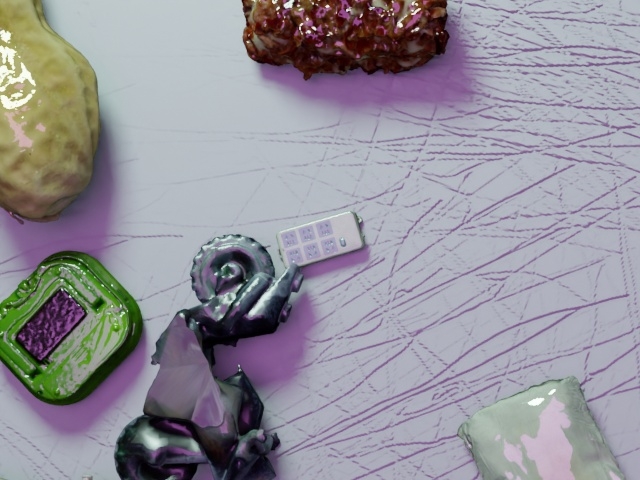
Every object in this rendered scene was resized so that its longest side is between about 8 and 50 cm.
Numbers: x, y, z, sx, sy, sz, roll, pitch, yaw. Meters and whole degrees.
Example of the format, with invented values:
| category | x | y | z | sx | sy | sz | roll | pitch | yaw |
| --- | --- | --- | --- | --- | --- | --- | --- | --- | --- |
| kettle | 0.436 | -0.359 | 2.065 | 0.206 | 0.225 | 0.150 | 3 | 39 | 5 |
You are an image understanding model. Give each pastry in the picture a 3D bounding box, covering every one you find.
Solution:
| category | x | y | z | sx | sy | sz | roll | pitch | yaw |
| --- | --- | --- | --- | --- | --- | --- | --- | --- | --- |
| pastry | 0.022 | -0.219 | 1.742 | 0.208 | 0.097 | 0.115 | 3 | 76 | 10 |

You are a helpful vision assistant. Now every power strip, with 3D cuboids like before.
| category | x | y | z | sx | sy | sz | roll | pitch | yaw |
| --- | --- | --- | --- | --- | --- | --- | --- | --- | --- |
| power strip | 0.000 | 0.000 | 1.766 | 0.090 | 0.016 | 0.040 | -17 | 83 | 7 |

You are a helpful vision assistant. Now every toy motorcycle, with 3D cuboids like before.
| category | x | y | z | sx | sy | sz | roll | pitch | yaw |
| --- | --- | --- | --- | --- | --- | --- | --- | --- | --- |
| toy motorcycle | -0.088 | 0.134 | 1.727 | 0.159 | 0.106 | 0.270 | 23 | 83 | 7 |

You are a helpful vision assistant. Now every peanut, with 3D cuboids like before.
| category | x | y | z | sx | sy | sz | roll | pitch | yaw |
| --- | --- | --- | --- | --- | --- | --- | --- | --- | --- |
| peanut | -0.310 | -0.172 | 1.769 | 0.149 | 0.149 | 0.313 | -29 | 78 | 6 |

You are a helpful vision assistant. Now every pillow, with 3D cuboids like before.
| category | x | y | z | sx | sy | sz | roll | pitch | yaw |
| --- | --- | --- | --- | --- | --- | --- | --- | --- | --- |
| pillow | 0.233 | 0.247 | 1.697 | 0.128 | 0.051 | 0.229 | -30 | 81 | 13 |

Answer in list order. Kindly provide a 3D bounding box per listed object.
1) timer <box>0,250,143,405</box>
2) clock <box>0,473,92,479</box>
| category | x | y | z | sx | sy | sz | roll | pitch | yaw |
| --- | --- | --- | --- | --- | --- | --- | --- | --- | --- |
| timer | -0.255 | 0.087 | 1.783 | 0.140 | 0.047 | 0.128 | -45 | 80 | 3 |
| clock | -0.274 | 0.298 | 1.744 | 0.231 | 0.103 | 0.144 | 0 | 94 | 10 |
